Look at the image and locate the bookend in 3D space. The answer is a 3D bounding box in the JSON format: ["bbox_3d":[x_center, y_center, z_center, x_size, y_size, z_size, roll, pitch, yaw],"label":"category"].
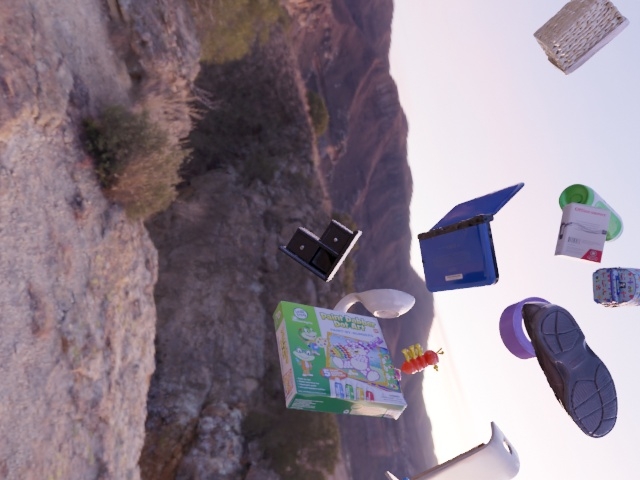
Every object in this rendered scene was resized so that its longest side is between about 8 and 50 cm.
[{"bbox_3d":[0.000,0.000,1.437,0.156,0.157,0.072,35,6,9],"label":"bookend"}]

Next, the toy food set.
[{"bbox_3d":[0.345,0.582,1.406,0.220,0.306,0.092,51,12,-38],"label":"toy food set"}]

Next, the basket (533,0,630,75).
[{"bbox_3d":[0.596,-0.487,1.264,0.103,0.167,0.113,39,25,-23],"label":"basket"}]

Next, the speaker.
[{"bbox_3d":[0.970,-0.093,1.952,0.296,0.131,0.131,27,40,-36],"label":"speaker"}]

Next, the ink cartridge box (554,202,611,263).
[{"bbox_3d":[0.726,-0.019,1.518,0.063,0.109,0.151,49,53,-83],"label":"ink cartridge box"}]

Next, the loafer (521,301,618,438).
[{"bbox_3d":[0.489,0.246,1.078,0.303,0.109,0.095,61,-4,-12],"label":"loafer"}]

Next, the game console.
[{"bbox_3d":[0.412,-0.001,1.468,0.293,0.173,0.250,158,-75,-66],"label":"game console"}]

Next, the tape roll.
[{"bbox_3d":[0.656,0.274,1.692,0.080,0.188,0.189,131,-49,-66],"label":"tape roll"}]

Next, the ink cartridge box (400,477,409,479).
[{"bbox_3d":[0.198,0.779,1.487,0.078,0.134,0.231,48,24,-6],"label":"ink cartridge box"}]

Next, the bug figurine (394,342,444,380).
[{"bbox_3d":[0.200,0.311,1.330,0.279,0.216,0.072,43,26,-72],"label":"bug figurine"}]

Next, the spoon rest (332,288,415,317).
[{"bbox_3d":[0.131,0.174,1.480,0.137,0.276,0.084,24,56,-35],"label":"spoon rest"}]

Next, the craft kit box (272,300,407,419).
[{"bbox_3d":[0.035,0.250,1.160,0.247,0.249,0.061,-109,-142,-52],"label":"craft kit box"}]

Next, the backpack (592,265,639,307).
[{"bbox_3d":[1.123,0.173,2.036,0.173,0.116,0.158,-10,-106,63],"label":"backpack"}]
